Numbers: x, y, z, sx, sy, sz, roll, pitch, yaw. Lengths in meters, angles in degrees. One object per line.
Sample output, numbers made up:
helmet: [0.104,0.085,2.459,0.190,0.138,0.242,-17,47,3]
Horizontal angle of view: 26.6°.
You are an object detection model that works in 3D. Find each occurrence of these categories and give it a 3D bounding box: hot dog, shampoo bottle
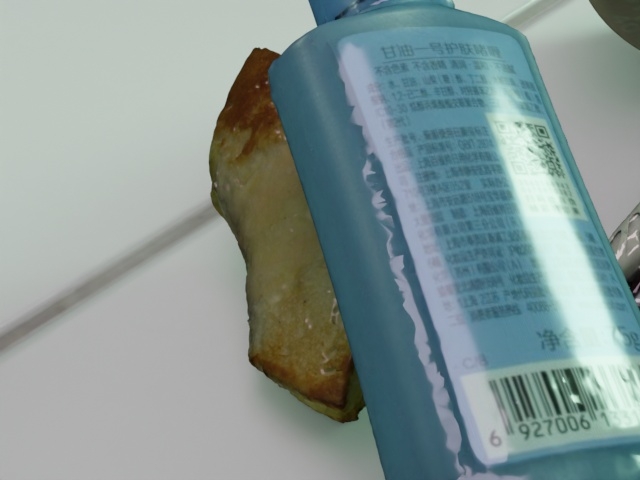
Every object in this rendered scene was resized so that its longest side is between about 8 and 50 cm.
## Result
hot dog: [0.001,0.000,0.526,0.078,0.061,0.169,-27,54,26]
shampoo bottle: [0.044,-0.015,0.463,0.103,0.061,0.258,-3,58,-23]

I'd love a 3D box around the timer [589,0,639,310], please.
timer: [0.171,-0.066,0.542,0.175,0.175,0.266,6,59,16]
